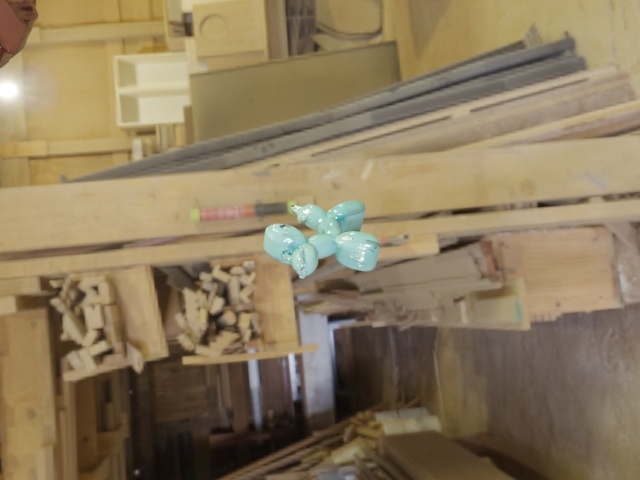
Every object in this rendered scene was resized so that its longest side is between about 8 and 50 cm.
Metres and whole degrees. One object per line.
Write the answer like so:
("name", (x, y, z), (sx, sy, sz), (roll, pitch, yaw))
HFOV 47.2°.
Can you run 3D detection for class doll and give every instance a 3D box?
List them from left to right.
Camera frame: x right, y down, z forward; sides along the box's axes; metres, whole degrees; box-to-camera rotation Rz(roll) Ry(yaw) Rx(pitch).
("doll", (0.000, 0.000, 1.022), (0.159, 0.158, 0.059), (-97, 13, -52))

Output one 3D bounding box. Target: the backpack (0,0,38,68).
("backpack", (-0.316, -0.193, 0.499), (0.138, 0.229, 0.229), (11, 109, 49))
